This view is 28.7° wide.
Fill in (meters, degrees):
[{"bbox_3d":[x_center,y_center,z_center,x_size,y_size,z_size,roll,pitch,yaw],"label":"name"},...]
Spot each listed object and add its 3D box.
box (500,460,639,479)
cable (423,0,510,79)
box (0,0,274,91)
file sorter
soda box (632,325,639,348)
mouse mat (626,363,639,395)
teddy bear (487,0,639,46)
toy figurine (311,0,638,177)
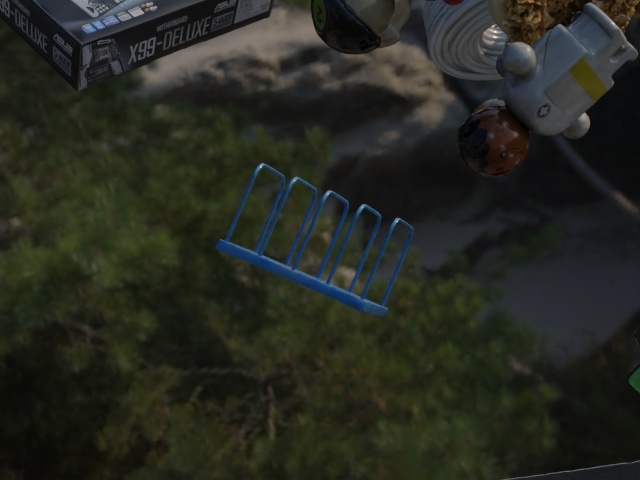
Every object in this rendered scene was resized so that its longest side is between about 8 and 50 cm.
[{"bbox_3d":[0.299,0.467,1.362,0.294,0.395,0.212,-4,17,-18],"label":"box"},{"bbox_3d":[0.266,-0.308,1.684,0.257,0.257,0.089,-12,68,-1],"label":"cable"},{"bbox_3d":[-0.243,-0.325,1.543,0.307,0.076,0.242,-28,60,-35],"label":"box"},{"bbox_3d":[0.000,0.000,1.324,0.170,0.104,0.118,23,0,15],"label":"file sorter"},{"bbox_3d":[0.327,0.084,1.129,0.060,0.053,0.169,-28,-13,1],"label":"soda box"},{"bbox_3d":[0.650,0.228,2.183,0.189,0.153,0.007,-51,-5,19],"label":"mouse mat"},{"bbox_3d":[0.273,-0.274,1.136,0.338,0.245,0.113,-40,44,-24],"label":"teddy bear"},{"bbox_3d":[0.108,-0.148,0.902,0.148,0.209,0.213,-43,3,12],"label":"toy figurine"}]
